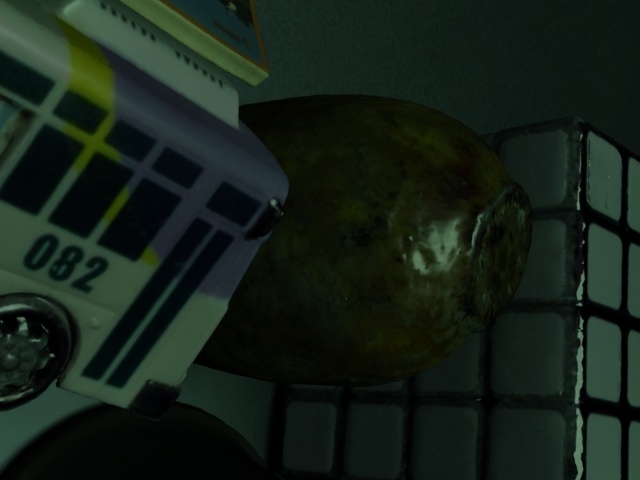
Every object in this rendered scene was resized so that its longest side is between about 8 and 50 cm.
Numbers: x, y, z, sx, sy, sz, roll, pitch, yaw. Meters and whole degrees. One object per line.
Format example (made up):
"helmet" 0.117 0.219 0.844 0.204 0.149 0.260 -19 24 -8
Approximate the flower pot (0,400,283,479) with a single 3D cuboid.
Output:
"flower pot" -0.087 0.322 0.745 0.379 0.251 0.379 2 87 -46

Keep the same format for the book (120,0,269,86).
"book" -0.161 -0.311 0.748 0.262 0.028 0.374 29 38 -43

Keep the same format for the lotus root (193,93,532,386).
"lotus root" 0.000 0.000 0.803 0.250 0.346 0.250 -6 97 -53

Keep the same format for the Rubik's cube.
"Rubik's cube" 0.193 0.100 0.996 0.337 0.344 0.343 17 73 -45

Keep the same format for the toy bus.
"toy bus" -0.235 -0.071 0.573 0.440 0.209 0.249 30 100 -43
